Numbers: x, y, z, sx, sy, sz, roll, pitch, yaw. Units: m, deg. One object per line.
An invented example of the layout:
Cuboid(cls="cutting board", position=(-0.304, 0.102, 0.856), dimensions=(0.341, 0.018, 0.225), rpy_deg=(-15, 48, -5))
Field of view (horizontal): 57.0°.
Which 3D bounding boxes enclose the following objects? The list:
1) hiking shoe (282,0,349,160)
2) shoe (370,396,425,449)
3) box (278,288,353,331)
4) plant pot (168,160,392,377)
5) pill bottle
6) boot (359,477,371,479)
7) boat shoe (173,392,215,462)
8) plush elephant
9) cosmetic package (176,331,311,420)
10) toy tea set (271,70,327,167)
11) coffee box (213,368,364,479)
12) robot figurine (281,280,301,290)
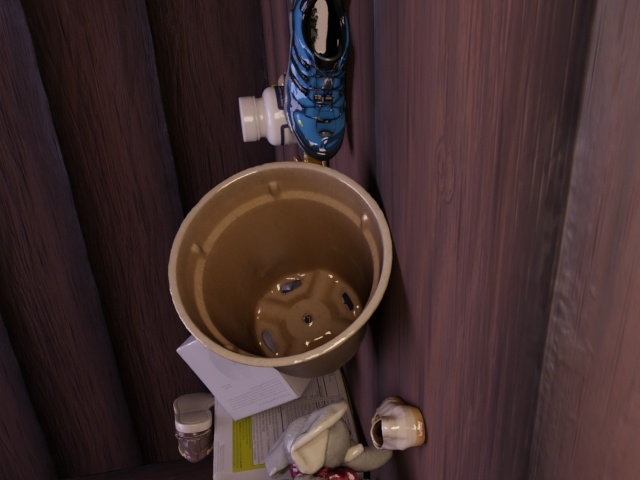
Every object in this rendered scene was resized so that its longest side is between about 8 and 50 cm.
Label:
Cuboid(cls="hiking shoe", position=(-0.008, -0.280, 0.991), dimensions=(0.132, 0.113, 0.303), rpy_deg=(-118, 22, -72))
Cuboid(cls="shoe", position=(0.104, 0.281, 0.904), dimensions=(0.219, 0.059, 0.076), rpy_deg=(108, 154, -73))
Cuboid(cls="box", position=(-0.004, 0.168, 1.227), dimensions=(0.156, 0.159, 0.093), rpy_deg=(95, 168, -60))
Cuboid(cls="plant pot", position=(-0.041, 0.087, 0.999), dimensions=(0.305, 0.334, 0.333), rpy_deg=(72, -174, -62))
Cuboid(cls="pill bottle", position=(-0.057, -0.239, 1.122), dimensions=(0.112, 0.187, 0.111), rpy_deg=(173, 90, -82))
Cuboid(cls="boot", position=(0.095, 0.543, 1.144), dimensions=(0.219, 0.082, 0.106), rpy_deg=(123, 137, -81))
Cuboid(cls="boat shoe", position=(-0.317, 0.467, 1.516), dimensions=(0.324, 0.117, 0.096), rpy_deg=(179, 87, -79))
Cuboid(cls="plush elephant", position=(0.013, 0.406, 0.988), dimensions=(0.255, 0.330, 0.272), rpy_deg=(-69, 12, -21))
Cuboid(cls="cosmetic package", position=(-0.161, 0.265, 1.353), dimensions=(0.224, 0.224, 0.138), rpy_deg=(55, -145, -9))
Cuboid(cls="toy tea set", position=(-0.071, -0.254, 1.454), dimensions=(0.200, 0.125, 0.335), rpy_deg=(97, 164, -63))
Cuboid(cls="coffee box", position=(-0.077, 0.551, 1.486), dimensions=(0.338, 0.335, 0.337), rpy_deg=(-107, 11, -62))
Cuboid(cls="robot figurine", position=(-0.103, 0.020, 1.544), dimensions=(0.300, 0.200, 0.353), rpy_deg=(-40, 35, 40))
